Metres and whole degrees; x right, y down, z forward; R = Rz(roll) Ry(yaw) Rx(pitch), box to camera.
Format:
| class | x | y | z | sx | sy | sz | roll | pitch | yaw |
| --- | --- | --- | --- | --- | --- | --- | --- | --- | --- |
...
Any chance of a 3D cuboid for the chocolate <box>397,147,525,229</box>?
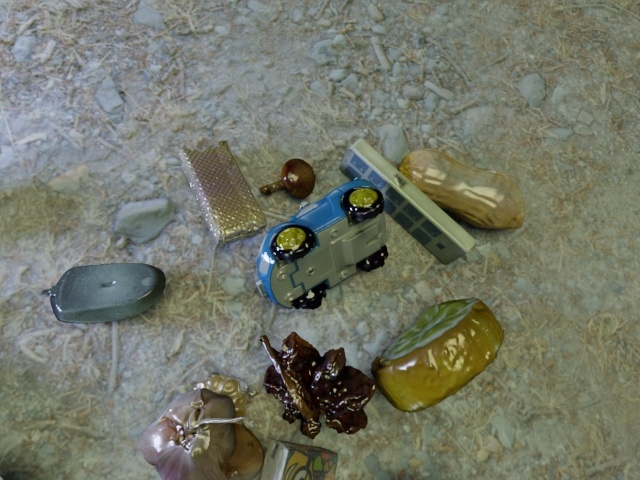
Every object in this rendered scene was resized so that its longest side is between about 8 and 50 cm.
| class | x | y | z | sx | sy | sz | roll | pitch | yaw |
| --- | --- | --- | --- | --- | --- | --- | --- | --- | --- |
| chocolate | 0.320 | -0.116 | 1.047 | 0.309 | 0.134 | 0.134 | 24 | 70 | -2 |

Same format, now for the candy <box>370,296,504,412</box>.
| class | x | y | z | sx | sy | sz | roll | pitch | yaw |
| --- | --- | --- | --- | --- | --- | --- | --- | --- | --- |
| candy | 0.212 | 0.205 | 0.858 | 0.260 | 0.260 | 0.118 | -36 | 83 | -18 |

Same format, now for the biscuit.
| class | x | y | z | sx | sy | sz | roll | pitch | yaw |
| --- | --- | --- | --- | --- | --- | --- | --- | --- | --- |
| biscuit | -0.202 | -0.103 | 0.954 | 0.108 | 0.061 | 0.238 | -17 | 64 | -27 |

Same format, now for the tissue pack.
| class | x | y | z | sx | sy | sz | roll | pitch | yaw |
| --- | --- | --- | --- | --- | --- | --- | --- | --- | --- |
| tissue pack | -0.040 | 0.415 | 0.812 | 0.148 | 0.060 | 0.108 | 32 | 65 | -43 |

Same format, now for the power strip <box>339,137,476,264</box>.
| class | x | y | z | sx | sy | sz | roll | pitch | yaw |
| --- | --- | --- | --- | --- | --- | --- | --- | --- | --- |
| power strip | 0.191 | -0.078 | 1.022 | 0.367 | 0.106 | 0.043 | 43 | 68 | 5 |

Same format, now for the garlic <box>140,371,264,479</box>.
| class | x | y | z | sx | sy | sz | roll | pitch | yaw |
| --- | --- | --- | --- | --- | --- | --- | --- | --- | --- |
| garlic | -0.172 | 0.302 | 0.792 | 0.207 | 0.256 | 0.207 | 30 | 30 | -20 |

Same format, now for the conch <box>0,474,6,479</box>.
| class | x | y | z | sx | sy | sz | roll | pitch | yaw |
| --- | --- | --- | --- | --- | --- | --- | --- | --- | --- |
| conch | -0.606 | 0.470 | 0.655 | 0.368 | 0.197 | 0.249 | -4 | 61 | -18 |

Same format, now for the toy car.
| class | x | y | z | sx | sy | sz | roll | pitch | yaw |
| --- | --- | --- | --- | --- | --- | --- | --- | --- | --- |
| toy car | 0.000 | 0.000 | 0.932 | 0.314 | 0.198 | 0.166 | -31 | 47 | -14 |

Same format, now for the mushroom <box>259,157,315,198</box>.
| class | x | y | z | sx | sy | sz | roll | pitch | yaw |
| --- | --- | --- | --- | --- | --- | --- | --- | --- | --- |
| mushroom | -0.067 | -0.126 | 1.010 | 0.130 | 0.073 | 0.088 | -27 | 109 | -15 |

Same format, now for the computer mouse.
| class | x | y | z | sx | sy | sz | roll | pitch | yaw |
| --- | --- | --- | --- | --- | --- | --- | --- | --- | --- |
| computer mouse | -0.402 | 0.101 | 0.879 | 0.229 | 0.068 | 0.113 | -5 | 55 | -1 |

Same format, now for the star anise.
| class | x | y | z | sx | sy | sz | roll | pitch | yaw |
| --- | --- | --- | --- | --- | --- | --- | --- | --- | --- |
| star anise | -0.011 | 0.278 | 0.845 | 0.220 | 0.190 | 0.125 | 7 | 36 | 18 |
